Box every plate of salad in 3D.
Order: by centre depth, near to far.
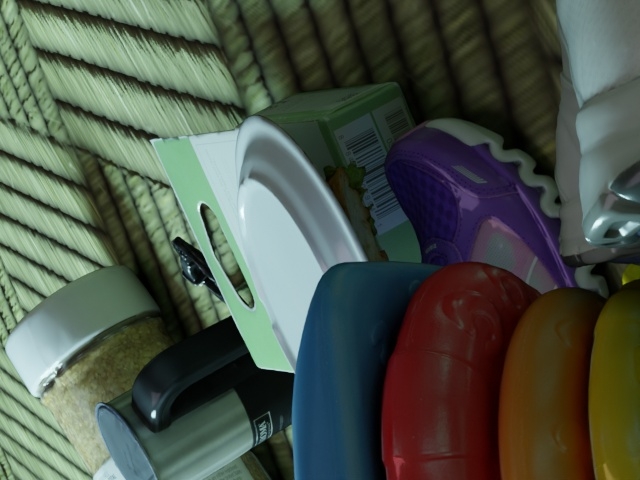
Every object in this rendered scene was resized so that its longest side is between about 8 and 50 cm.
[{"bbox_3d":[0.008,0.025,0.958,0.200,0.048,0.200,56,161,31],"label":"plate of salad"}]

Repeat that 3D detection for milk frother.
[{"bbox_3d":[-0.097,0.085,1.273,0.143,0.134,0.129,37,147,43],"label":"milk frother"}]

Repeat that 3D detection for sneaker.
[{"bbox_3d":[0.129,-0.058,0.631,0.297,0.111,0.129,49,-148,-83],"label":"sneaker"},{"bbox_3d":[0.089,0.055,0.898,0.236,0.104,0.095,61,158,1],"label":"sneaker"}]

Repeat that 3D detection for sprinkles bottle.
[{"bbox_3d":[-0.104,0.192,1.428,0.355,0.121,0.121,55,156,12],"label":"sprinkles bottle"}]

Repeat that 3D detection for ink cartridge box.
[{"bbox_3d":[0.000,0.000,1.075,0.235,0.056,0.171,3,120,64],"label":"ink cartridge box"}]

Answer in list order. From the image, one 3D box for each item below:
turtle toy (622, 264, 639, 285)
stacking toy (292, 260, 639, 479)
[{"bbox_3d":[0.168,0.067,0.794,0.130,0.066,0.095,15,132,44],"label":"turtle toy"},{"bbox_3d":[0.156,0.074,0.678,0.302,0.166,0.175,-11,81,27],"label":"stacking toy"}]
